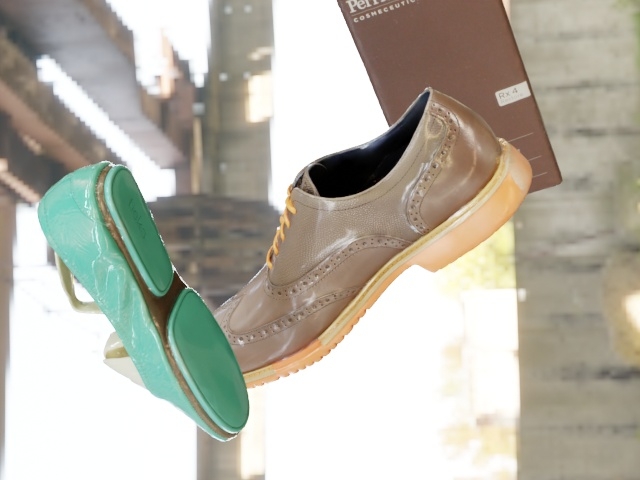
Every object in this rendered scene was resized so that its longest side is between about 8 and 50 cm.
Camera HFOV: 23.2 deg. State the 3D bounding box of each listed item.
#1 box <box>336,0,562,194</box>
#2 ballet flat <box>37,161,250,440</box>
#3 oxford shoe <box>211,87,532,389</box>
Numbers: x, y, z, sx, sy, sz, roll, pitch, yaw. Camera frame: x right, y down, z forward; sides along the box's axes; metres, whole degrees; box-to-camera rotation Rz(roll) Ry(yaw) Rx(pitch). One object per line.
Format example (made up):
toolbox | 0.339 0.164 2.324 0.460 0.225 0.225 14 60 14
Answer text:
box | 0.163 -0.219 1.979 0.143 0.191 0.381 -96 -17 -55
ballet flat | -0.138 0.051 1.177 0.247 0.087 0.083 64 -152 -25
oxford shoe | 0.000 0.000 1.342 0.133 0.364 0.130 43 -159 -25
